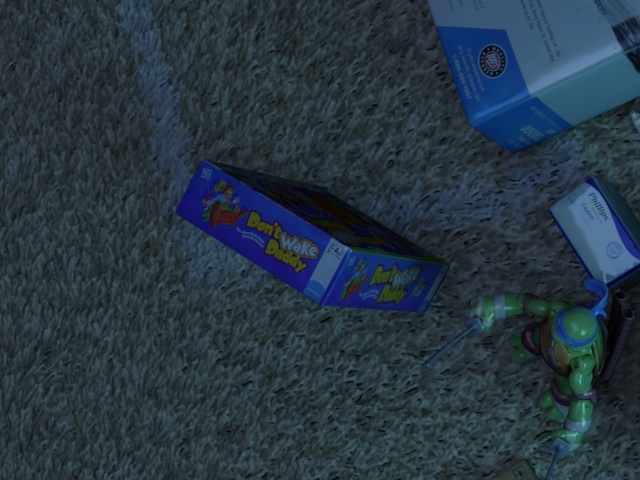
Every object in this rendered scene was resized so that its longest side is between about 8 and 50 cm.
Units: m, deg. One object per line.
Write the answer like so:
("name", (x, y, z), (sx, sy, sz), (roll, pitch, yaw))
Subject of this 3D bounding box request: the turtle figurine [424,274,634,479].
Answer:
("turtle figurine", (0.251, 0.164, 1.779), (0.198, 0.266, 0.274), (27, 83, 14))

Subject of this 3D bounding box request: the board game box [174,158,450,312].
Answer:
("board game box", (0.000, 0.000, 1.878), (0.233, 0.347, 0.078), (32, 99, 23))

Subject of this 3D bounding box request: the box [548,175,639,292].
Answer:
("box", (0.362, -0.005, 1.825), (0.072, 0.137, 0.126), (-36, 73, 18))

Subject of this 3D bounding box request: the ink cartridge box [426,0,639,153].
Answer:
("ink cartridge box", (0.346, -0.326, 1.820), (0.395, 0.166, 0.285), (-24, 68, 22))

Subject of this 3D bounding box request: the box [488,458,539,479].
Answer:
("box", (0.248, 0.412, 1.890), (0.164, 0.021, 0.201), (-35, 64, 14))

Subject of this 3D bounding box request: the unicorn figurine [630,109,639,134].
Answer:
("unicorn figurine", (0.451, -0.140, 1.836), (0.111, 0.060, 0.162), (44, 107, 25))
